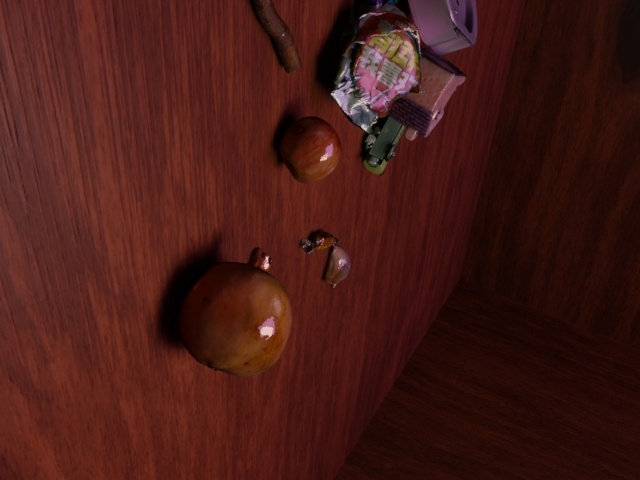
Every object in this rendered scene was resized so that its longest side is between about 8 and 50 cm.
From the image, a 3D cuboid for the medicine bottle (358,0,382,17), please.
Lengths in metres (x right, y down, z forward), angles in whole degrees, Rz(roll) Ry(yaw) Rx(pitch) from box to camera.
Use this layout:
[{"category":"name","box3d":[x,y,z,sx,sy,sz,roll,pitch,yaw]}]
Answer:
[{"category":"medicine bottle","box3d":[0.123,-0.553,1.767,0.059,0.059,0.231,-50,153,-40]}]

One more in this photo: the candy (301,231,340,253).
[{"category":"candy","box3d":[0.000,0.000,2.004,0.182,0.053,0.046,-21,128,-60]}]

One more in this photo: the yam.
[{"category":"yam","box3d":[-0.096,-0.434,1.369,0.327,0.045,0.045,58,34,-64]}]

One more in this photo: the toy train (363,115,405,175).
[{"category":"toy train","box3d":[0.207,-0.316,2.165,0.253,0.105,0.157,-62,172,-17]}]

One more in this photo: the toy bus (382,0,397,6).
[{"category":"toy bus","box3d":[0.164,-0.612,1.830,0.083,0.046,0.038,-56,156,-28]}]

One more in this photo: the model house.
[{"category":"model house","box3d":[0.246,-0.418,1.970,0.237,0.237,0.202,-60,170,21]}]

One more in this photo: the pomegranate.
[{"category":"pomegranate","box3d":[-0.169,0.147,1.486,0.252,0.229,0.270,50,58,-67]}]

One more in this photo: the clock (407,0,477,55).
[{"category":"clock","box3d":[0.328,-0.678,1.905,0.338,0.102,0.338,28,57,-56]}]

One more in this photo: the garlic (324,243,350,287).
[{"category":"garlic","box3d":[0.058,0.076,2.196,0.084,0.066,0.152,-19,129,-61]}]

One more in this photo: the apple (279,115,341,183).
[{"category":"apple","box3d":[-0.025,-0.206,1.623,0.131,0.146,0.146,-43,152,-15]}]

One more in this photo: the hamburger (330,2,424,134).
[{"category":"hamburger","box3d":[0.116,-0.422,1.725,0.276,0.150,0.260,-41,128,-11]}]
